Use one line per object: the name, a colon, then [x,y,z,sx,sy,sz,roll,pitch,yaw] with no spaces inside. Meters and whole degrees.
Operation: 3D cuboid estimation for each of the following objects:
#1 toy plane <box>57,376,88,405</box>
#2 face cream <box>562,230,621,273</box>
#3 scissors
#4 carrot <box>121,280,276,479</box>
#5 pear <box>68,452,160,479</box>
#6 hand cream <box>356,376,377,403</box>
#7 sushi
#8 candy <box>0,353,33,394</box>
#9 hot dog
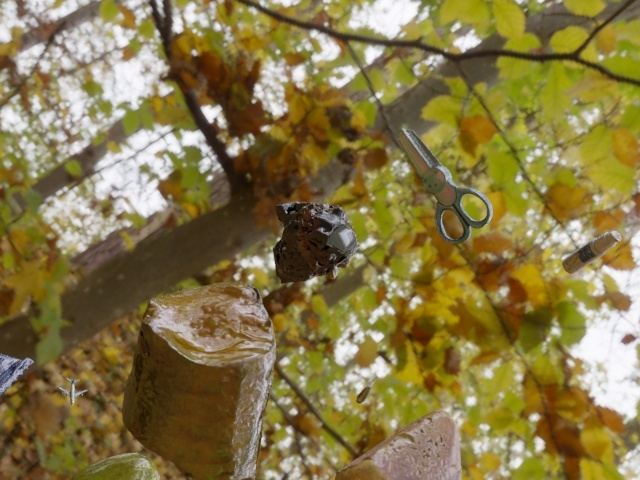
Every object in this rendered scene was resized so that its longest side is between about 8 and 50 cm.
toy plane: [-0.618,0.377,2.188,0.024,0.077,0.084,-53,-145,43]
face cream: [0.483,0.019,1.557,0.034,0.034,0.130,49,-37,4]
scissors: [0.234,-0.118,1.746,0.125,0.030,0.256,-42,-105,36]
carrot: [-0.201,0.252,1.452,0.241,0.241,0.341,26,-68,38]
pear: [-0.604,0.750,2.528,0.253,0.307,0.253,42,-25,25]
hand cream: [0.108,0.354,2.065,0.022,0.035,0.102,38,-39,11]
sushi: [0.000,0.000,1.898,0.150,0.153,0.172,1,-79,50]
candy: [-0.700,0.227,1.540,0.331,0.187,0.077,13,-64,5]
hot dog: [0.233,0.612,2.284,0.185,0.405,0.223,-43,-105,42]
